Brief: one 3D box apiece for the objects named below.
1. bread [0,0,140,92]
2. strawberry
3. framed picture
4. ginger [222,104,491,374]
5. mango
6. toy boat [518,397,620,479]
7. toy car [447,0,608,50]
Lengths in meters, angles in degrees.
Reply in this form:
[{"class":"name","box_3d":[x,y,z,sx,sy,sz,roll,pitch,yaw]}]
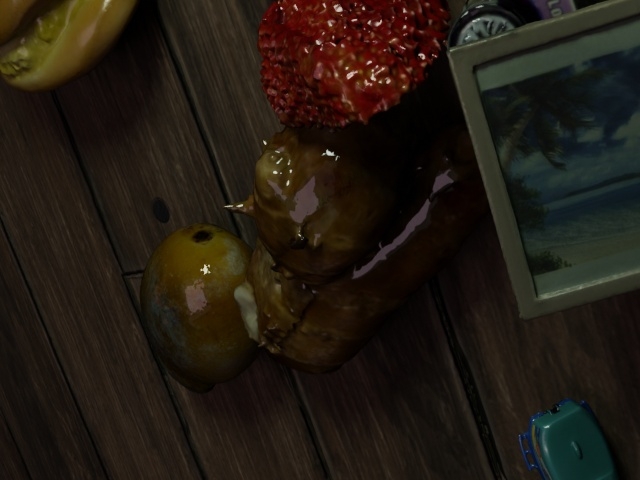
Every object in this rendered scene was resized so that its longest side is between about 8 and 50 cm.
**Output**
[{"class":"bread","box_3d":[-0.366,-0.319,1.283,0.316,0.211,0.270,-1,111,47]},{"class":"strawberry","box_3d":[0.021,-0.184,0.911,0.188,0.286,0.106,-34,107,7]},{"class":"framed picture","box_3d":[0.276,-0.083,0.790,0.315,0.024,0.231,-17,108,9]},{"class":"ginger","box_3d":[0.000,0.000,1.090,0.418,0.254,0.176,130,141,-49]},{"class":"mango","box_3d":[-0.153,0.099,1.353,0.192,0.146,0.316,54,153,21]},{"class":"toy boat","box_3d":[0.264,0.243,1.090,0.175,0.091,0.110,65,171,-9]},{"class":"toy car","box_3d":[0.202,-0.145,0.867,0.158,0.172,0.235,-15,105,17]}]
